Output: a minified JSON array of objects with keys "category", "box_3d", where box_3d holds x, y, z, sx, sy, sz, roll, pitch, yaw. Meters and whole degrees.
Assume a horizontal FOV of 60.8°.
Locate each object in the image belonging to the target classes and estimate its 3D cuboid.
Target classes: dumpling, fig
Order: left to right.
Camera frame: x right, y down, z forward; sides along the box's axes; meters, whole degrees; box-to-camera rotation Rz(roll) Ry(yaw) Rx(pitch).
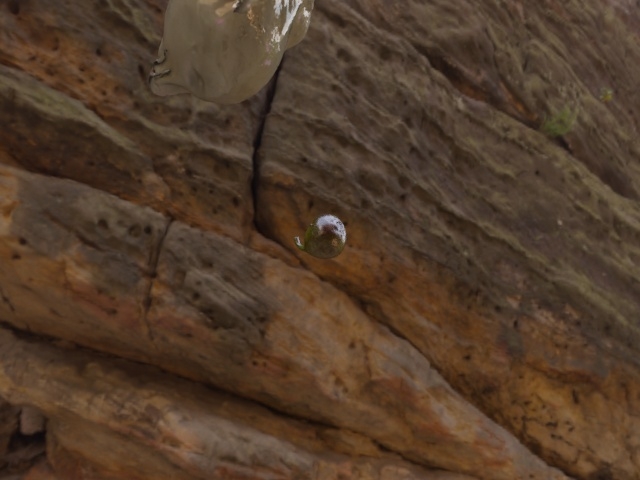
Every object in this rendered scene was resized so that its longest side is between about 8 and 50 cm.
[{"category":"dumpling","box_3d":[-0.077,-0.193,0.502,0.199,0.118,0.136,-27,3,35]},{"category":"fig","box_3d":[0.000,0.000,0.998,0.098,0.084,0.082,-38,-21,24]}]
